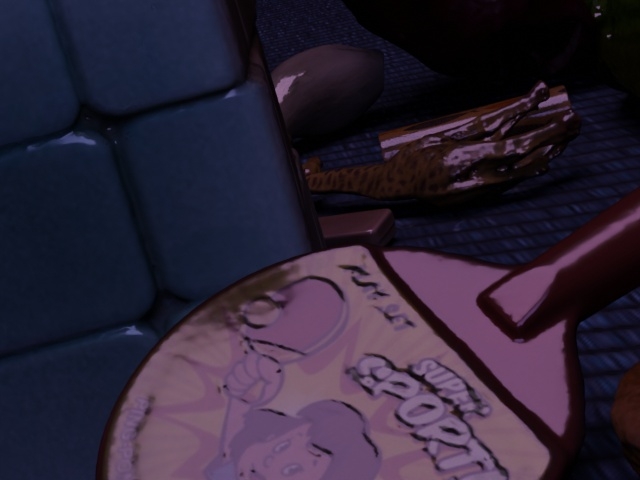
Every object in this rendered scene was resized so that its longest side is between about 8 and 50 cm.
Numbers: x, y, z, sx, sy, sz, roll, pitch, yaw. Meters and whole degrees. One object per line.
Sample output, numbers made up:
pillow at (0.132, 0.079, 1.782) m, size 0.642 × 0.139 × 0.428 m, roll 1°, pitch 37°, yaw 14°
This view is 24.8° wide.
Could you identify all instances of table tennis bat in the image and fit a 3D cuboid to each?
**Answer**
table tennis bat at (0.042, 0.066, 0.664) m, size 0.310 × 0.038 × 0.200 m, roll -32°, pitch 51°, yaw -14°

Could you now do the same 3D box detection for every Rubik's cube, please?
Rubik's cube at (-0.173, -0.032, 0.867) m, size 0.322 × 0.316 × 0.319 m, roll -16°, pitch 16°, yaw 3°

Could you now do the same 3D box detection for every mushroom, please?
mushroom at (-0.013, -0.142, 1.501) m, size 0.097 × 0.088 × 0.212 m, roll 33°, pitch 48°, yaw 25°

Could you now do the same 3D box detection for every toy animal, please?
toy animal at (0.082, -0.063, 1.186) m, size 0.275 × 0.054 × 0.149 m, roll -19°, pitch 28°, yaw 21°

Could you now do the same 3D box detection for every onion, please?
onion at (0.190, -0.335, 1.563) m, size 0.398 × 0.398 × 0.420 m, roll -15°, pitch -13°, yaw 2°

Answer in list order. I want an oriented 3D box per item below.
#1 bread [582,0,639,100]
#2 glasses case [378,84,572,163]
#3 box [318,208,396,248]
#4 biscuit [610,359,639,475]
bread at (0.422, -0.206, 1.223) m, size 0.382 × 0.129 × 0.366 m, roll -5°, pitch 19°, yaw 31°
glasses case at (0.137, -0.098, 1.289) m, size 0.170 × 0.041 × 0.064 m, roll -15°, pitch 15°, yaw 6°
box at (0.000, 0.000, 1.117) m, size 0.115 × 0.025 × 0.048 m, roll -8°, pitch 23°, yaw 26°
biscuit at (0.273, 0.069, 0.581) m, size 0.262 × 0.052 × 0.277 m, roll -23°, pitch 17°, yaw -7°
